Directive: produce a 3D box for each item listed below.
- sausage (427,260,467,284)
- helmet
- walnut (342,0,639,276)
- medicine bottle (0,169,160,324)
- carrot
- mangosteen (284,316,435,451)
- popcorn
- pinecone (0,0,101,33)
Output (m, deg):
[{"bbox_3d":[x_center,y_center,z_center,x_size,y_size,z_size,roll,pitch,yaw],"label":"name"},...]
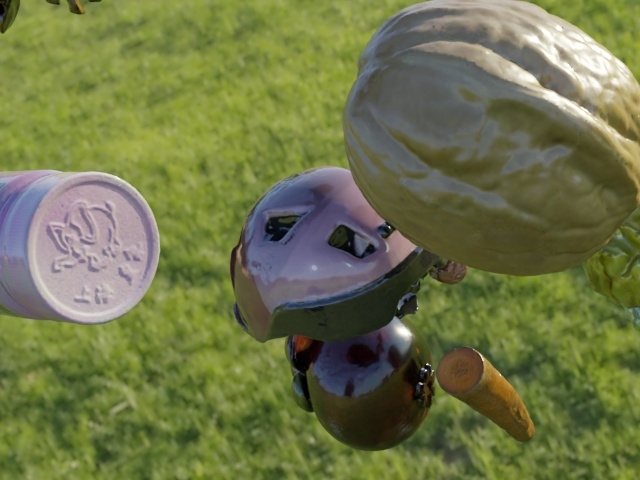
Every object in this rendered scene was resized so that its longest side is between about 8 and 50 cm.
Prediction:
[{"bbox_3d":[0.124,0.013,1.461,0.042,0.036,0.158,-39,19,4],"label":"sausage"},{"bbox_3d":[0.000,0.000,1.328,0.253,0.154,0.198,15,48,46],"label":"helmet"},{"bbox_3d":[0.145,-0.085,1.109,0.225,0.261,0.225,-64,2,4],"label":"walnut"},{"bbox_3d":[-0.398,0.007,1.898,0.212,0.212,0.325,-39,26,-31],"label":"medicine bottle"},{"bbox_3d":[0.212,0.196,1.622,0.061,0.210,0.061,-18,53,26],"label":"carrot"},{"bbox_3d":[0.042,0.163,1.638,0.200,0.199,0.200,-22,22,9],"label":"mangosteen"},{"bbox_3d":[0.363,-0.014,1.352,0.221,0.183,0.204,-33,48,-22],"label":"popcorn"},{"bbox_3d":[-0.228,-0.316,1.154,0.264,0.264,0.264,-22,22,9],"label":"pinecone"}]
